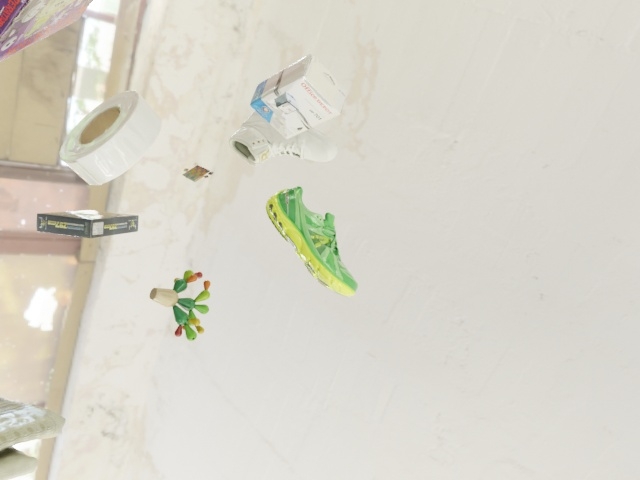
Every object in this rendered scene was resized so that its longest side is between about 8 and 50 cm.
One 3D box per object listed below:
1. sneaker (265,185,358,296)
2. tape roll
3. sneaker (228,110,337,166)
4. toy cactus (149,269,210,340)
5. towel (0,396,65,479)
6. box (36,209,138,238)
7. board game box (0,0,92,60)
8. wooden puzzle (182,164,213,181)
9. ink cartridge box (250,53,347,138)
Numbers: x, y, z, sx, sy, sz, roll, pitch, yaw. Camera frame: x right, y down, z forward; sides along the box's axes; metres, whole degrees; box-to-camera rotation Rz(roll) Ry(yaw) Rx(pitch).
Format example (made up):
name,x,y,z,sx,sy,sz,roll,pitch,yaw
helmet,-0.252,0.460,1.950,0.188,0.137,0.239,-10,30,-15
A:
name,x,y,z,sx,sy,sz,roll,pitch,yaw
sneaker,0.000,0.000,1.234,0.295,0.124,0.109,53,-13,-1
tape roll,-0.593,-0.292,1.536,0.286,0.100,0.286,-19,-135,20
sneaker,-0.113,-0.253,1.521,0.293,0.169,0.108,22,-38,18
toy cactus,-0.389,0.168,1.495,0.112,0.181,0.218,-20,-122,35
towel,-0.482,0.200,0.537,0.313,0.324,0.056,8,-90,19
box,-0.688,-0.052,1.621,0.184,0.233,0.059,7,-83,13
board game box,-0.481,-0.425,0.962,0.208,0.056,0.346,-26,-152,28
wooden puzzle,-0.303,-0.164,1.326,0.083,0.049,0.006,26,-37,34
ink cartridge box,-0.054,-0.345,1.320,0.191,0.140,0.082,-14,-132,42
